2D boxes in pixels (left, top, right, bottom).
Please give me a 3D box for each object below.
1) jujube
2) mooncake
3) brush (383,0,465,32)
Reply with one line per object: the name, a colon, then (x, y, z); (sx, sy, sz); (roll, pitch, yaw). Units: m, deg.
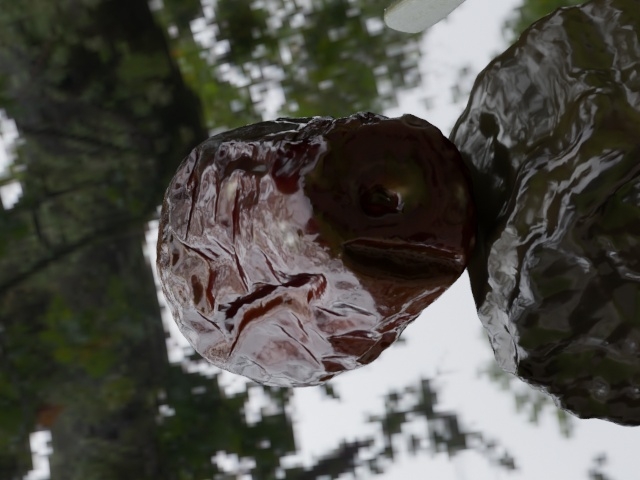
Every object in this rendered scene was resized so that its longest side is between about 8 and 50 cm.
jujube: (0.000, 0.000, 1.354); (0.216, 0.342, 0.216); (5, -104, -19)
mooncake: (0.253, -0.016, 1.330); (0.324, 0.324, 0.187); (48, -161, -37)
brush: (0.136, -0.233, 1.607); (0.085, 0.336, 0.020); (16, -105, -18)
